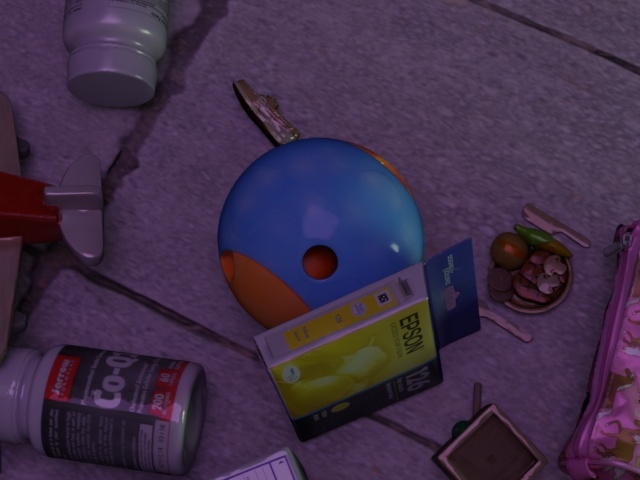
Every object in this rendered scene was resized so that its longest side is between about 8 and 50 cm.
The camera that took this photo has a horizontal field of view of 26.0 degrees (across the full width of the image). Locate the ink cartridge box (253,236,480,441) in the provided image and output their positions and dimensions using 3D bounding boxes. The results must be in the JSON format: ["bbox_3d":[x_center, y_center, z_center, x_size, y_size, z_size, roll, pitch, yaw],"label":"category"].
[{"bbox_3d":[0.083,0.145,1.866,0.307,0.303,0.072,-22,62,-2],"label":"ink cartridge box"}]

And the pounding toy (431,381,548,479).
[{"bbox_3d":[0.229,0.287,1.931,0.130,0.100,0.141,-42,84,-9],"label":"pounding toy"}]

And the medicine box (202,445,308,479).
[{"bbox_3d":[-0.120,0.458,1.863,0.289,0.149,0.263,-22,72,-2],"label":"medicine box"}]

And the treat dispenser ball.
[{"bbox_3d":[0.000,0.000,1.930,0.288,0.288,0.288,-1,72,4],"label":"treat dispenser ball"}]

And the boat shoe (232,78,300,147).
[{"bbox_3d":[-0.083,-0.198,2.131,0.045,0.050,0.135,-37,83,-11],"label":"boat shoe"}]

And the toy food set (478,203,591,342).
[{"bbox_3d":[0.304,0.044,2.023,0.132,0.038,0.192,30,77,13],"label":"toy food set"}]

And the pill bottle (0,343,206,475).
[{"bbox_3d":[-0.313,0.232,1.946,0.283,0.161,0.161,7,73,6],"label":"pill bottle"}]

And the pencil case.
[{"bbox_3d":[0.444,0.160,1.912,0.167,0.160,0.386,13,74,8],"label":"pencil case"}]

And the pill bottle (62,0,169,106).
[{"bbox_3d":[-0.314,-0.361,2.141,0.160,0.160,0.283,1,72,5],"label":"pill bottle"}]

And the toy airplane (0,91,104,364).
[{"bbox_3d":[-0.499,-0.025,2.022,0.384,0.272,0.386,44,43,6],"label":"toy airplane"}]
